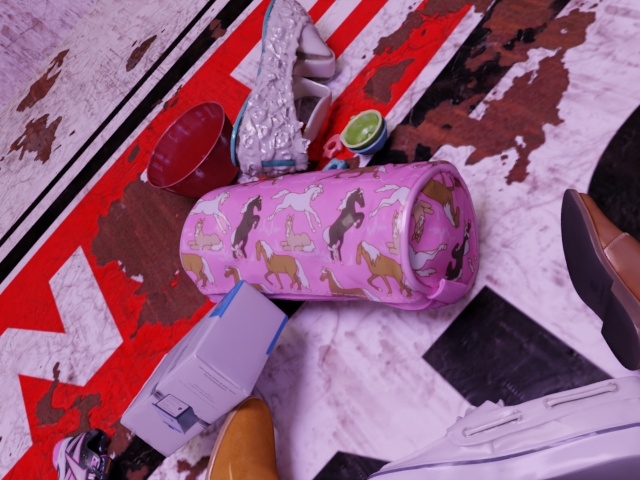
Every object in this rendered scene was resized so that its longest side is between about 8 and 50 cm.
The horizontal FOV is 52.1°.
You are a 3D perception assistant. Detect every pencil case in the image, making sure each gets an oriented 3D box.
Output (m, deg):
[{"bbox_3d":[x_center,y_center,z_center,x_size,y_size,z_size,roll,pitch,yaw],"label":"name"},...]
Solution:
[{"bbox_3d":[0.000,0.000,0.807,0.386,0.167,0.160,-4,22,40],"label":"pencil case"}]

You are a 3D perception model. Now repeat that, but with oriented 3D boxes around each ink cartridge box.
[{"bbox_3d":[-0.141,0.156,0.795,0.191,0.082,0.139,-44,11,36],"label":"ink cartridge box"}]

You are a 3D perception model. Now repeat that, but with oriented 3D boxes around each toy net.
[{"bbox_3d":[0.002,-0.101,0.966,0.232,0.045,0.122,-48,40,2],"label":"toy net"}]

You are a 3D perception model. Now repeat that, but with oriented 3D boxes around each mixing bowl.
[{"bbox_3d":[-0.205,-0.141,1.142,0.181,0.098,0.181,-24,45,27],"label":"mixing bowl"}]

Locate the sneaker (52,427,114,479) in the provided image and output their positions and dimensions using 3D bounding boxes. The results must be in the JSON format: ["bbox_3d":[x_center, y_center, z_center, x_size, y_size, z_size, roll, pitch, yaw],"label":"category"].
[{"bbox_3d":[-0.324,0.334,0.909,0.077,0.072,0.178,-33,47,3],"label":"sneaker"}]

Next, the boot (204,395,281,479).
[{"bbox_3d":[-0.015,0.298,0.647,0.211,0.104,0.295,-10,57,29],"label":"boot"}]

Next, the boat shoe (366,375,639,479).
[{"bbox_3d":[0.159,0.182,0.572,0.267,0.096,0.088,-25,42,25],"label":"boat shoe"}]

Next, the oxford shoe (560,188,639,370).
[{"bbox_3d":[0.284,0.028,0.614,0.076,0.076,0.212,-9,45,0],"label":"oxford shoe"}]

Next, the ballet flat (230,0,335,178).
[{"bbox_3d":[-0.042,-0.256,1.081,0.147,0.147,0.409,-17,47,32],"label":"ballet flat"}]
